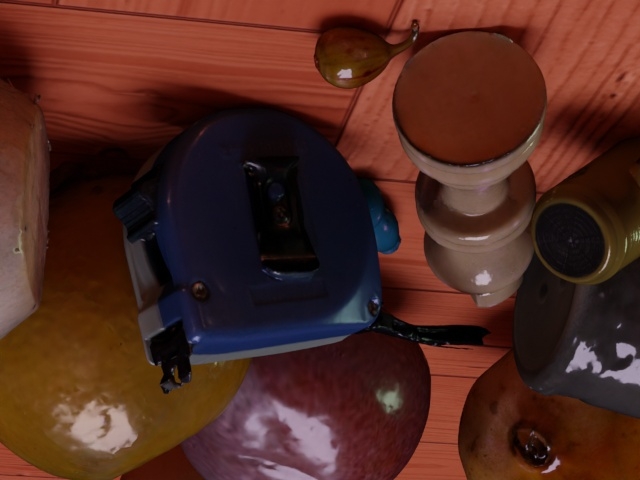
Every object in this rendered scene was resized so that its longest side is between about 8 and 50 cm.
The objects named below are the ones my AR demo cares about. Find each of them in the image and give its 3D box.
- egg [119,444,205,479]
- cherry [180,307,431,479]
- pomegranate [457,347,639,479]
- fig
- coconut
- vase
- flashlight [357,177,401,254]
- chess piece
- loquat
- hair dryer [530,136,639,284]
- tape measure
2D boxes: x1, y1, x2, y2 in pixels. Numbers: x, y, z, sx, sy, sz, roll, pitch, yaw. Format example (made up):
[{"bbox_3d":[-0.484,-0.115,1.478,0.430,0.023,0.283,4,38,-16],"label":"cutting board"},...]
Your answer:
[{"bbox_3d":[-0.091,0.340,2.263,0.301,0.301,0.374,-3,146,8],"label":"egg"},{"bbox_3d":[-0.022,0.146,1.925,0.261,0.221,0.307,-5,138,6],"label":"cherry"},{"bbox_3d":[0.267,0.203,2.004,0.264,0.264,0.264,0,157,0],"label":"pomegranate"},{"bbox_3d":[0.036,-0.143,1.464,0.083,0.050,0.050,-18,156,-2],"label":"fig"},{"bbox_3d":[-0.336,-0.025,1.484,0.247,0.245,0.245,0,157,0],"label":"coconut"},{"bbox_3d":[0.337,0.082,1.763,0.291,0.245,0.245,12,154,-15],"label":"vase"},{"bbox_3d":[0.047,-0.017,1.747,0.051,0.051,0.129,-8,159,18],"label":"flashlight"},{"bbox_3d":[0.129,-0.035,1.630,0.117,0.117,0.397,-2,158,5],"label":"chess piece"},{"bbox_3d":[-0.189,0.063,1.683,0.275,0.275,0.275,0,157,0],"label":"loquat"},{"bbox_3d":[0.288,-0.072,1.538,0.135,0.090,0.278,-29,169,-47],"label":"hair dryer"},{"bbox_3d":[0.000,0.000,1.617,0.351,0.215,0.098,-4,164,-38],"label":"tape measure"}]
